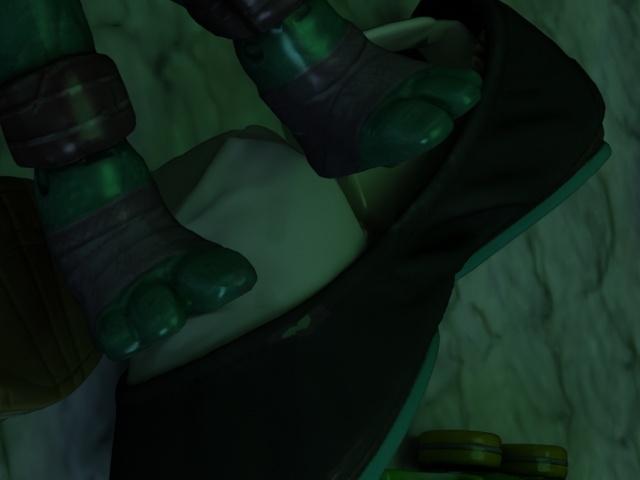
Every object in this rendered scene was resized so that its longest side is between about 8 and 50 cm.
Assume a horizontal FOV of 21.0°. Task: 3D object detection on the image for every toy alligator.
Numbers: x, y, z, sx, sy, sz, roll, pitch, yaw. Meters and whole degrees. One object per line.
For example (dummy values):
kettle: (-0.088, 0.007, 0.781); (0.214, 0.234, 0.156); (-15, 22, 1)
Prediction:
toy alligator: (0.049, 0.091, 0.571); (0.189, 0.051, 0.056); (15, 72, -44)

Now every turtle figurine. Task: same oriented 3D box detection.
turtle figurine: (-0.069, -0.099, 0.396); (0.175, 0.118, 0.234); (-34, 105, -2)

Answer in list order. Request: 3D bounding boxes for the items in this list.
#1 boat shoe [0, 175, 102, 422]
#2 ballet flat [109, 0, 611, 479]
boat shoe: (-0.108, 0.027, 0.415); (0.170, 0.059, 0.063); (-31, 102, -66)
ballet flat: (0.000, 0.000, 0.517); (0.096, 0.095, 0.280); (56, 38, -11)
